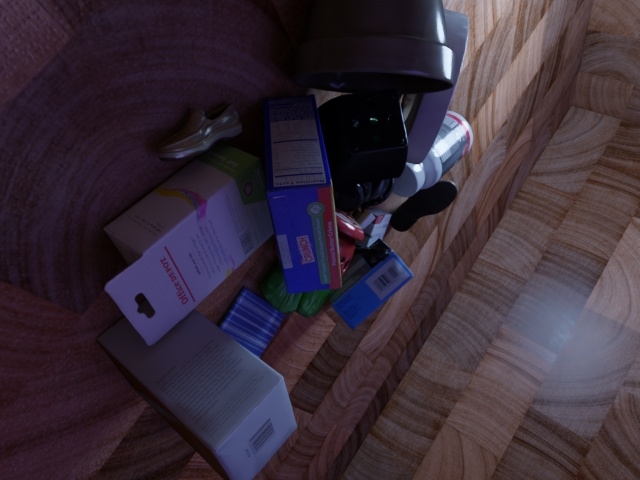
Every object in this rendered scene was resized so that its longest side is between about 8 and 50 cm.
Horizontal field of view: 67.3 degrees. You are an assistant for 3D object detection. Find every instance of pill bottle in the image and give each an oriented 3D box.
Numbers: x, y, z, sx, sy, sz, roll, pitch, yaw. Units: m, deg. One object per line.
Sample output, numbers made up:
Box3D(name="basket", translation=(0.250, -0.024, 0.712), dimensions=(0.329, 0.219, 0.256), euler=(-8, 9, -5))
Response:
Box3D(name="pill bottle", translation=(0.340, -0.275, 1.548), dimensions=(0.318, 0.176, 0.176), euler=(-41, 145, -32))

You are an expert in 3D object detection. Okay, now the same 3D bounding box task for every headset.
Box3D(name="headset", translation=(0.127, -0.146, 1.316), dimensions=(0.243, 0.185, 0.394), euler=(-17, 117, -51))

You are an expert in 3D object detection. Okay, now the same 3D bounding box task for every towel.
Box3D(name="towel", translation=(-0.239, 0.303, 1.286), dimensions=(0.336, 0.040, 0.243), euler=(-58, 149, -10))

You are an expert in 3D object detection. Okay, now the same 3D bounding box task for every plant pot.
Box3D(name="plant pot", translation=(0.000, 0.000, 1.215), dimensions=(0.174, 0.191, 0.191), euler=(-58, 151, 9))
Box3D(name="plant pot", translation=(0.099, -0.235, 1.060), dimensions=(0.167, 0.188, 0.188), euler=(147, -67, -80))
Box3D(name="plant pot", translation=(0.110, -0.452, 0.957), dimensions=(0.323, 0.323, 0.280), euler=(-11, 106, -54))

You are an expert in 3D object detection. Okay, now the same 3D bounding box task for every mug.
Box3D(name="mug", translation=(0.124, -0.070, 1.520), dimensions=(0.064, 0.078, 0.062), euler=(-50, -177, -2))

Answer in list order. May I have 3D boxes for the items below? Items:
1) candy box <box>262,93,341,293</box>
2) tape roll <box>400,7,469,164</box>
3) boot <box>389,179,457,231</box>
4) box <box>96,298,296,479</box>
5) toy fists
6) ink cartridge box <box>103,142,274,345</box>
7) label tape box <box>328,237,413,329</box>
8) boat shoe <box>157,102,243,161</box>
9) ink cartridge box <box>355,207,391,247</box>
Box3D(name="candy box", translation=(-0.040, -0.099, 0.973), dimensions=(0.122, 0.317, 0.268), euler=(-7, 136, -1))
Box3D(name="tape roll", translation=(0.276, -0.393, 1.258), dimensions=(0.392, 0.072, 0.392), euler=(-165, -90, -88))
Box3D(name="boot", translation=(0.361, -0.144, 1.673), dimensions=(0.305, 0.112, 0.115), euler=(-36, -167, 52))
Box3D(name="box", translation=(-0.237, 0.282, 0.943), dimensions=(0.168, 0.345, 0.215), euler=(-42, 145, -29))
Box3D(name="toy fists", translation=(-0.065, 0.137, 1.353), dimensions=(0.279, 0.096, 0.142), euler=(26, 84, -59))
Box3D(name="ink cartridge box", translation=(-0.253, 0.000, 0.909), dimensions=(0.353, 0.119, 0.207), euler=(-45, 148, -28))
Box3D(name="label tape box", translation=(0.137, 0.115, 1.523), dimensions=(0.240, 0.106, 0.334), euler=(-41, -170, 4))
Box3D(name="boat shoe", translation=(-0.219, -0.201, 0.862), dimensions=(0.190, 0.068, 0.072), euler=(-44, 135, -46))
Box3D(name="ink cartridge box", translation=(0.172, -0.035, 1.611), dimensions=(0.099, 0.056, 0.135), euler=(-9, 123, -54))
